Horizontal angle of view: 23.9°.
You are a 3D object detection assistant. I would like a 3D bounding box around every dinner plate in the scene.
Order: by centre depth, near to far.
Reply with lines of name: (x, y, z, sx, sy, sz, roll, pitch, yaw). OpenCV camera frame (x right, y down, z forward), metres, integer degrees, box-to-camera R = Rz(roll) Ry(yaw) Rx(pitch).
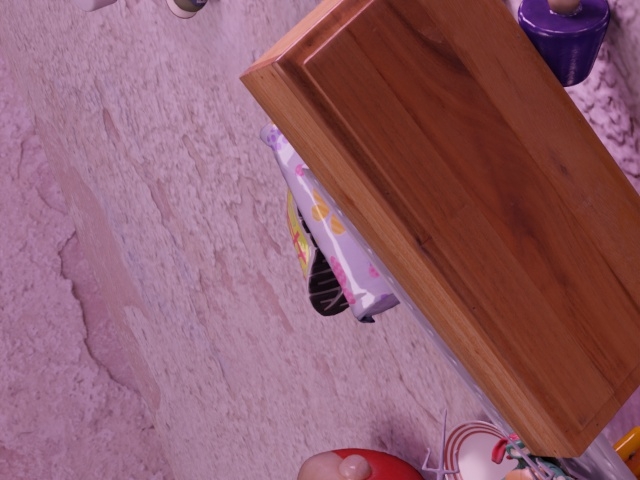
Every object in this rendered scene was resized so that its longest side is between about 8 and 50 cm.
dinner plate: (0.208, 0.282, 1.838, 0.141, 0.017, 0.141, 21, 121, 39)

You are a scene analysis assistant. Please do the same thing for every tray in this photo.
tray: (0.139, -0.040, 1.248, 0.411, 0.203, 0.076, 51, 155, -14)

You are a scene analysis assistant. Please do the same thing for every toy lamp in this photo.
toy lamp: (0.195, -0.245, 1.205, 0.080, 0.080, 0.274, 45, 153, 42)

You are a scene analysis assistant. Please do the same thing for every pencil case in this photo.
pencil case: (0.035, -0.043, 1.790, 0.273, 0.113, 0.124, 61, -163, 6)

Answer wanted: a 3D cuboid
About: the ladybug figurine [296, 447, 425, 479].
ladybug figurine: (0.091, 0.460, 2.172, 0.305, 0.162, 0.449, 46, 154, 41)

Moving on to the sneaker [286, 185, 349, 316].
sneaker: (0.000, 0.000, 1.990, 0.094, 0.081, 0.208, -138, 35, -59)

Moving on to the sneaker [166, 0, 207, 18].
sneaker: (-0.197, -0.396, 2.015, 0.086, 0.064, 0.192, -18, 98, 62)

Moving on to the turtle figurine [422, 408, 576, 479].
turtle figurine: (0.203, 0.264, 1.470, 0.175, 0.118, 0.234, -28, 69, 47)

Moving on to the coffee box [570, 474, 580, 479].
coffee box: (0.300, 0.411, 1.667, 0.297, 0.119, 0.168, 62, 160, 5)

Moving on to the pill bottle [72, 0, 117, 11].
pill bottle: (-0.152, -0.357, 1.631, 0.162, 0.278, 0.162, 49, 155, 33)

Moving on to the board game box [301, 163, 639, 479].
board game box: (0.156, 0.072, 1.501, 0.390, 0.050, 0.390, 53, 172, -12)
